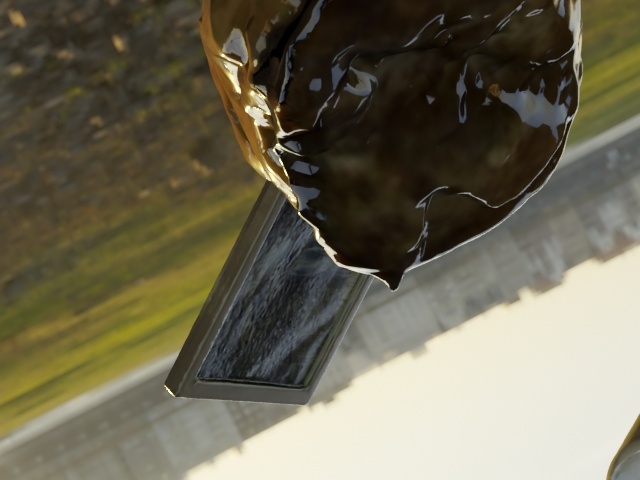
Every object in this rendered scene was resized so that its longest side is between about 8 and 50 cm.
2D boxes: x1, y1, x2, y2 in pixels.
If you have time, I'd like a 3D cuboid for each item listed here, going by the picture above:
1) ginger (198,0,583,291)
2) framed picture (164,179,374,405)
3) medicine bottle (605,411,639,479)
[{"bbox_3d":[0.035,-0.125,0.843,0.200,0.223,0.269,-29,138,-4],"label":"ginger"},{"bbox_3d":[0.000,0.000,1.374,0.324,0.020,0.240,-63,152,5],"label":"framed picture"},{"bbox_3d":[0.379,0.187,1.511,0.143,0.143,0.258,-29,-171,36],"label":"medicine bottle"}]
